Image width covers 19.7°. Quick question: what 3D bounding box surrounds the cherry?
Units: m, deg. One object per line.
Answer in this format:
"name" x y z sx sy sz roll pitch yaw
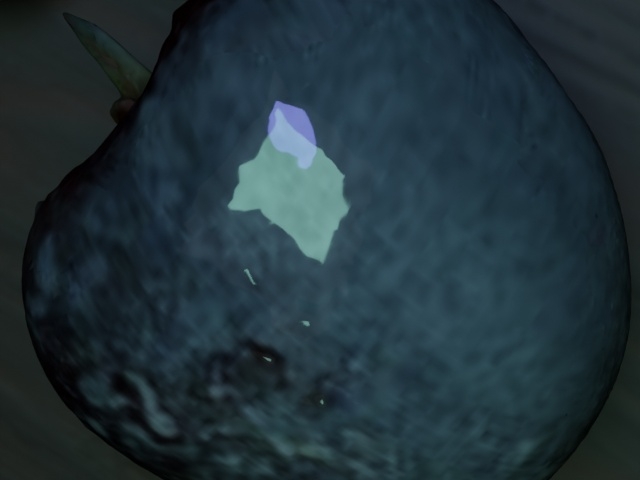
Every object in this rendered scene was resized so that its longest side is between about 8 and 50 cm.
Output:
"cherry" 0.000 0.000 0.802 0.296 0.218 0.255 38 94 -8
